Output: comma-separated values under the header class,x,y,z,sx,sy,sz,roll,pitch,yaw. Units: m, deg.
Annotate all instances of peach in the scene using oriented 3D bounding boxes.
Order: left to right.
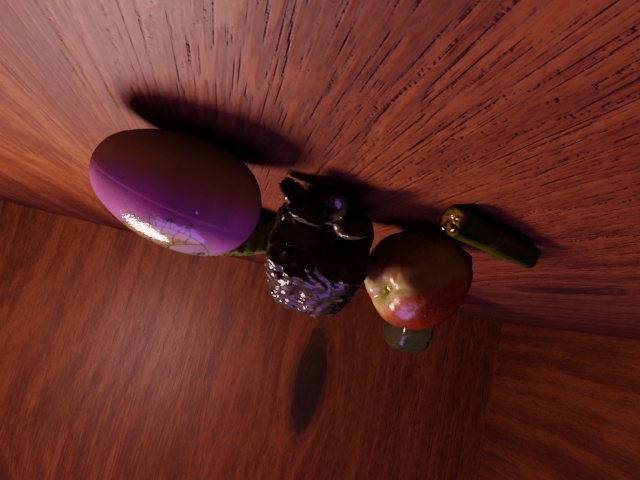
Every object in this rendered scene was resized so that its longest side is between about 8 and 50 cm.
class,x,y,z,sx,sy,sz,roll,pitch,yaw
peach,0.237,0.079,0.992,0.257,0.232,0.232,-19,-176,-22

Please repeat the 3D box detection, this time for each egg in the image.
class,x,y,z,sx,sy,sz,roll,pitch,yaw
egg,-0.228,-0.081,0.706,0.271,0.196,0.196,28,167,-17

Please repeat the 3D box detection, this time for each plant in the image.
class,x,y,z,sx,sy,sz,roll,pitch,yaw
plant,0.000,0.000,0.878,0.215,0.213,0.312,12,135,0

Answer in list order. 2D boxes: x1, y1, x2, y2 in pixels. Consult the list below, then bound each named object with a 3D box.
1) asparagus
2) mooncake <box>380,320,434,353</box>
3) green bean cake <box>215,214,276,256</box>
class,x,y,z,sx,sy,sz,roll,pitch,yaw
asparagus,0.330,-0.003,0.820,0.278,0.060,0.067,20,149,-38
mooncake,0.439,0.375,2.108,0.187,0.351,0.351,15,171,-10
green bean cake,-0.249,-0.016,1.231,0.200,0.113,0.214,-4,-174,-35
